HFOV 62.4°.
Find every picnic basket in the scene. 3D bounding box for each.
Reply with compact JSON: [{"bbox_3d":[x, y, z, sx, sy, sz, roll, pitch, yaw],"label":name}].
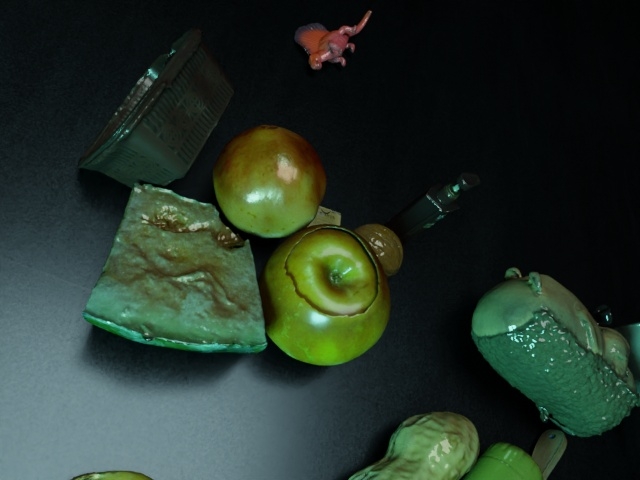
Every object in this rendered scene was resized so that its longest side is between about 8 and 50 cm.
[{"bbox_3d":[-0.274,-0.209,0.919,0.129,0.222,0.296,42,51,-30],"label":"picnic basket"}]

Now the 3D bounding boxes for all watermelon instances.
[{"bbox_3d":[-0.211,0.079,0.837,0.264,0.151,0.302,13,43,-17],"label":"watermelon"}]

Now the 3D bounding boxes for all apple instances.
[{"bbox_3d":[0.010,0.089,0.882,0.237,0.207,0.236,10,66,-23],"label":"apple"}]

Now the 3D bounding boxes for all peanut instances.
[{"bbox_3d":[0.151,0.377,0.862,0.290,0.130,0.130,-30,81,-36],"label":"peanut"}]

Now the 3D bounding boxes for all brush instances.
[{"bbox_3d":[0.384,0.482,0.968,0.327,0.070,0.065,-40,105,-37],"label":"brush"}]

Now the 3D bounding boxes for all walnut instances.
[{"bbox_3d":[0.108,0.023,1.041,0.124,0.105,0.105,49,54,-11],"label":"walnut"}]

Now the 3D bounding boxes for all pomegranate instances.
[{"bbox_3d":[-0.093,-0.101,0.934,0.209,0.209,0.209,12,61,-21],"label":"pomegranate"}]

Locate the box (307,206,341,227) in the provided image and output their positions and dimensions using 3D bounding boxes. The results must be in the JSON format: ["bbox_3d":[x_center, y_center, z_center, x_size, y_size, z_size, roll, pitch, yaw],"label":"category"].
[{"bbox_3d":[0.000,0.000,1.043,0.073,0.020,0.149,18,59,-16],"label":"box"}]

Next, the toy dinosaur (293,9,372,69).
[{"bbox_3d":[0.019,-0.507,1.300,0.139,0.070,0.286,20,53,10],"label":"toy dinosaur"}]

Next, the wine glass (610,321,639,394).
[{"bbox_3d":[0.724,0.384,1.081,0.267,0.267,0.406,8,67,-23],"label":"wine glass"}]

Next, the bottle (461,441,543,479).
[{"bbox_3d":[0.267,0.463,0.885,0.260,0.112,0.112,-34,83,-33],"label":"bottle"}]

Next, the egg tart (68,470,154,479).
[{"bbox_3d":[-0.257,0.428,0.643,0.288,0.118,0.288,11,59,-18],"label":"egg tart"}]

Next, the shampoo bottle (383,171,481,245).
[{"bbox_3d":[0.216,-0.062,1.050,0.068,0.236,0.067,-35,86,-37],"label":"shampoo bottle"}]

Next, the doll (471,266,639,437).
[{"bbox_3d":[0.465,0.213,1.033,0.349,0.247,0.247,51,54,-2],"label":"doll"}]
